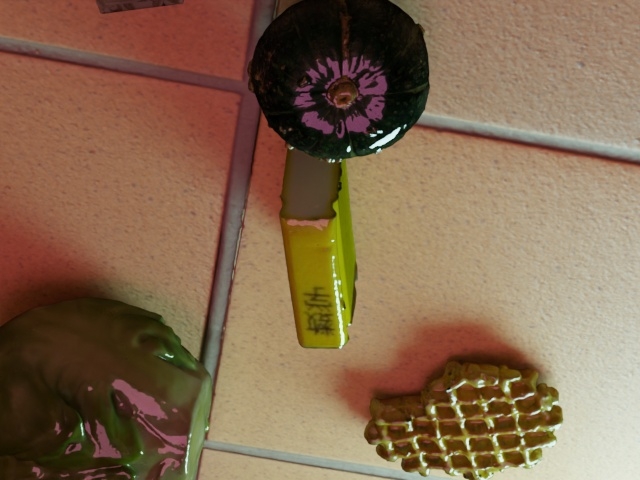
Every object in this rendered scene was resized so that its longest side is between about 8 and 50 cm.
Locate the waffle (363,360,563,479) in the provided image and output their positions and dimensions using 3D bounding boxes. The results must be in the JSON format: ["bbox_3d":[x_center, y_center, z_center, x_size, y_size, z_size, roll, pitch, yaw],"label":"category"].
[{"bbox_3d":[0.192,0.237,2.260,0.249,0.056,0.253,17,137,-11],"label":"waffle"}]

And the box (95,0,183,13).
[{"bbox_3d":[-0.192,-0.276,1.792,0.098,0.045,0.062,-3,135,11],"label":"box"}]

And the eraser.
[{"bbox_3d":[0.000,0.000,1.970,0.069,0.158,0.226,-2,135,6],"label":"eraser"}]

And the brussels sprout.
[{"bbox_3d":[-0.304,0.229,2.182,0.328,0.247,0.328,6,137,6],"label":"brussels sprout"}]

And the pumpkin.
[{"bbox_3d":[0.022,-0.173,1.796,0.190,0.146,0.190,10,122,16],"label":"pumpkin"}]
